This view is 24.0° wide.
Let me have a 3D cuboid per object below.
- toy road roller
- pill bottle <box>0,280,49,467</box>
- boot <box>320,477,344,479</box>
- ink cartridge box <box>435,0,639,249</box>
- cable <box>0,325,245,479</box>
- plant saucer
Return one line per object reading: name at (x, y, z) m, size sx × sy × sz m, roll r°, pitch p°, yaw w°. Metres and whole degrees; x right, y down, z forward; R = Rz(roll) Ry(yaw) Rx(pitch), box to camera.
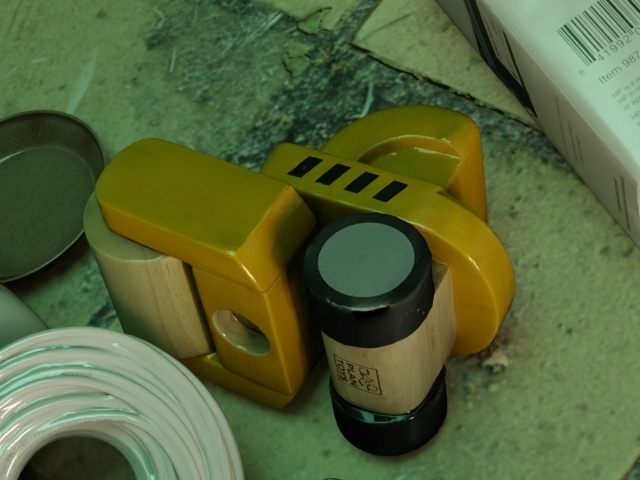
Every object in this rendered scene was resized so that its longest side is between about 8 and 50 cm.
toy road roller at (0.000, 0.000, 1.223) m, size 0.329 × 0.202 × 0.240 m, roll 18°, pitch 55°, yaw 24°
pill bottle at (-0.428, 0.056, 1.323) m, size 0.229 × 0.229 × 0.408 m, roll -46°, pitch 55°, yaw -11°
boot at (-0.043, 0.248, 1.092) m, size 0.077 × 0.165 × 0.213 m, roll 20°, pitch 70°, yaw 29°
ink cartridge box at (0.264, -0.235, 1.249) m, size 0.285 × 0.166 × 0.395 m, roll -34°, pitch 64°, yaw -2°
cable at (-0.185, 0.199, 1.158) m, size 0.257 × 0.089 × 0.257 m, roll 28°, pitch 78°, yaw -1°
plant saucer at (-0.290, -0.036, 1.448) m, size 0.199 × 0.036 × 0.198 m, roll -10°, pitch 57°, yaw 16°
